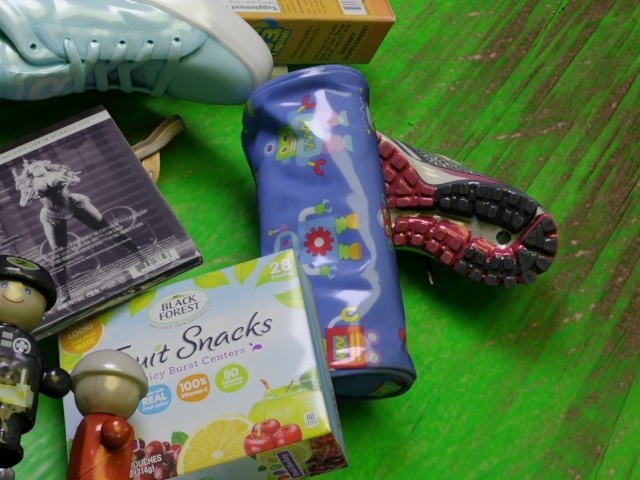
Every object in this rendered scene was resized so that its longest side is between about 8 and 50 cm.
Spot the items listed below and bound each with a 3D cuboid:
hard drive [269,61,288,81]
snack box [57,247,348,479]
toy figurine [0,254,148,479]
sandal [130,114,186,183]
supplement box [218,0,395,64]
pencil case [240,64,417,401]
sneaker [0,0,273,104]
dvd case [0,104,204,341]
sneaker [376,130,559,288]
[{"bbox_3d":[-0.225,-0.249,1.518,0.353,0.047,0.233,0,53,-26],"label":"hard drive"},{"bbox_3d":[-0.097,0.118,1.186,0.207,0.070,0.174,-15,54,6],"label":"snack box"},{"bbox_3d":[-0.245,0.121,1.063,0.213,0.210,0.148,50,34,-49],"label":"toy figurine"},{"bbox_3d":[-0.173,-0.058,1.377,0.049,0.072,0.180,54,42,-8],"label":"sandal"},{"bbox_3d":[-0.047,-0.225,1.500,0.233,0.078,0.080,-3,57,-29],"label":"supplement box"},{"bbox_3d":[0.000,0.000,1.324,0.133,0.119,0.306,-11,71,10],"label":"pencil case"},{"bbox_3d":[-0.230,-0.171,1.351,0.366,0.135,0.150,18,61,-5],"label":"sneaker"},{"bbox_3d":[-0.218,-0.018,1.268,0.165,0.018,0.221,-25,49,-14],"label":"dvd case"},{"bbox_3d":[0.085,-0.033,1.458,0.299,0.120,0.112,24,10,7],"label":"sneaker"}]
